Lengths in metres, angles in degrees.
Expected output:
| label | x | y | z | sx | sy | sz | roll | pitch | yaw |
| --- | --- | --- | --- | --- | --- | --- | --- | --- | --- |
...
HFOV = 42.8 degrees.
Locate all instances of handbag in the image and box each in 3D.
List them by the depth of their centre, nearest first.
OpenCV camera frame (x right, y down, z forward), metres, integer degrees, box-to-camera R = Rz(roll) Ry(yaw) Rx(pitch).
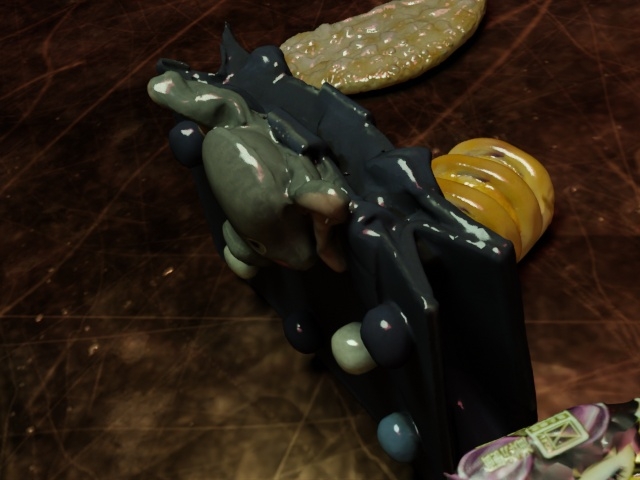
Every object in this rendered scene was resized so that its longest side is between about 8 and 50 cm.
| label | x | y | z | sx | sy | sz | roll | pitch | yaw |
| --- | --- | --- | --- | --- | --- | --- | --- | --- | --- |
| handbag | 0.000 | 0.000 | 0.559 | 0.118 | 0.269 | 0.325 | -34 | 46 | -15 |

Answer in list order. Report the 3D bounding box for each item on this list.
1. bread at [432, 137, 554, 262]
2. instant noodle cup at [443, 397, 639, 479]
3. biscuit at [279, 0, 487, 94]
| label | x | y | z | sx | sy | sz | roll | pitch | yaw |
| --- | --- | --- | --- | --- | --- | --- | --- | --- | --- |
| bread | 0.119 | -0.021 | 0.683 | 0.119 | 0.084 | 0.177 | 24 | 52 | 33 |
| instant noodle cup | 0.137 | 0.214 | 0.326 | 0.215 | 0.236 | 0.216 | -8 | 44 | 8 |
| biscuit | 0.075 | -0.221 | 0.926 | 0.289 | 0.038 | 0.141 | -21 | 44 | -2 |
